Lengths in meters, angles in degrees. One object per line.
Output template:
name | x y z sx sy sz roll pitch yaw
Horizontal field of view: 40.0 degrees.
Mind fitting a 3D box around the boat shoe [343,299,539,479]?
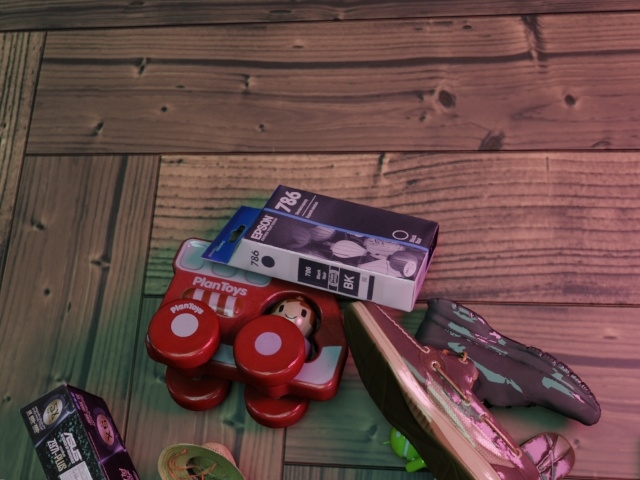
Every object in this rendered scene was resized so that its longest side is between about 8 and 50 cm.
boat shoe | 0.161 0.208 1.191 0.123 0.123 0.342 -27 61 -24

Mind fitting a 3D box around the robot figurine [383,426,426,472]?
robot figurine | 0.150 0.284 1.245 0.115 0.067 0.101 14 51 13

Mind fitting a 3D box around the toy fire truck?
toy fire truck | -0.103 0.119 1.306 0.302 0.169 0.254 10 55 11

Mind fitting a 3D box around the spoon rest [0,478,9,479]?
spoon rest | -0.535 0.455 1.302 0.276 0.084 0.137 -38 68 9

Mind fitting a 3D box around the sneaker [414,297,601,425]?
sneaker | 0.257 0.195 1.253 0.286 0.109 0.130 28 87 24

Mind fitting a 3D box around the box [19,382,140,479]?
box | -0.339 0.312 1.272 0.077 0.147 0.180 -30 68 -2

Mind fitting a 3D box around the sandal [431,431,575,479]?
sandal | 0.249 0.331 1.223 0.219 0.060 0.090 -24 75 -15

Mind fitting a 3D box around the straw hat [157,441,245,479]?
straw hat | -0.158 0.329 1.280 0.144 0.145 0.061 13 32 13

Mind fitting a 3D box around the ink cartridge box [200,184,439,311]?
ink cartridge box | 0.000 0.000 1.327 0.332 0.065 0.165 12 37 13
